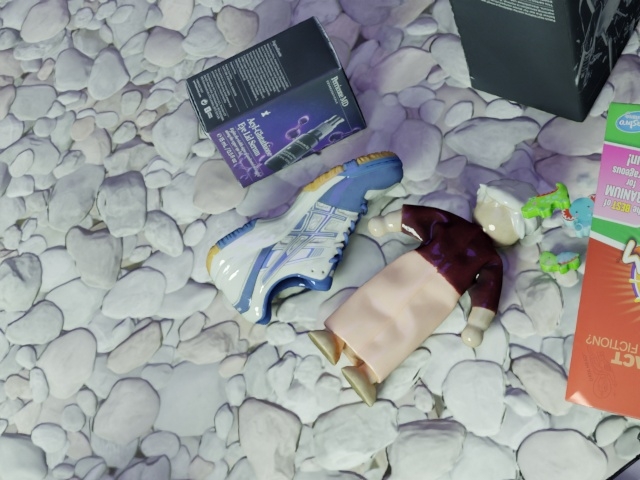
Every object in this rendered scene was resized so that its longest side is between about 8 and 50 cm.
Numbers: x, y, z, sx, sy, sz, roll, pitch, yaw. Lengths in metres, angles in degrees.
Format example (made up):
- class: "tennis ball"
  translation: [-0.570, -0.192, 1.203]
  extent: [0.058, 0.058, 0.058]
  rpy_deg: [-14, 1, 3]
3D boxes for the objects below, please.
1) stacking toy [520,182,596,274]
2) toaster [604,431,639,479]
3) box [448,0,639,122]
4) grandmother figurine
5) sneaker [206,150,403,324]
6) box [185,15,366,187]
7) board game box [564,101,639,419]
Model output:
- class: "stacking toy"
  translation: [0.351, -0.047, 1.300]
  extent: [0.221, 0.167, 0.052]
  rpy_deg: [-23, 56, 6]
- class: "toaster"
  translation: [0.324, 0.317, 1.097]
  extent: [0.168, 0.186, 0.110]
  rpy_deg: [-39, 36, -6]
- class: "box"
  translation: [0.323, -0.392, 1.410]
  extent: [0.179, 0.312, 0.343]
  rpy_deg: [24, 73, 27]
- class: "grandmother figurine"
  translation: [0.142, 0.040, 1.368]
  extent: [0.342, 0.104, 0.208]
  rpy_deg: [-39, 86, -8]
- class: "sneaker"
  translation: [0.000, 0.000, 1.442]
  extent: [0.296, 0.112, 0.131]
  rpy_deg: [-34, 75, 0]
- class: "box"
  translation: [-0.059, -0.191, 1.519]
  extent: [0.207, 0.153, 0.108]
  rpy_deg: [-26, 58, 4]
- class: "board game box"
  translation: [0.387, 0.031, 1.080]
  extent: [0.242, 0.064, 0.317]
  rpy_deg: [10, 94, 37]
